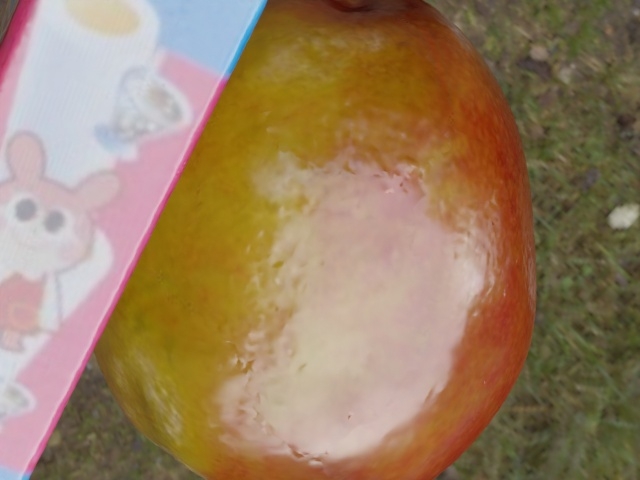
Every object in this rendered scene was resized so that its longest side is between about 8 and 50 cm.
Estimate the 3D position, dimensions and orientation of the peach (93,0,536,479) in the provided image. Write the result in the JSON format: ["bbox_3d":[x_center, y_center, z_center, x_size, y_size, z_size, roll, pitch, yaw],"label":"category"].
[{"bbox_3d":[0.000,0.000,0.819,0.308,0.308,0.332,8,98,-30],"label":"peach"}]

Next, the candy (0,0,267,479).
[{"bbox_3d":[-0.139,-0.028,0.628,0.100,0.157,0.306,23,110,-18],"label":"candy"}]
